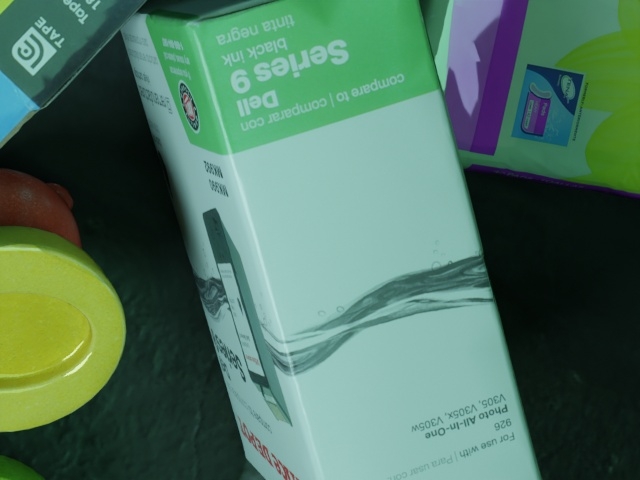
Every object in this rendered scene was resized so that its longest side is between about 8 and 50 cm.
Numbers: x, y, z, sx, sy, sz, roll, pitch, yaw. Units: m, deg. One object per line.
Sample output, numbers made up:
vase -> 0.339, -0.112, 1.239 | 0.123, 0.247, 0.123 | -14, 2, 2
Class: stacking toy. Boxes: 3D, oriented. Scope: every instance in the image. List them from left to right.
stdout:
stacking toy -> -0.270, 0.089, 0.963 | 0.309, 0.130, 0.279 | -4, 126, -13

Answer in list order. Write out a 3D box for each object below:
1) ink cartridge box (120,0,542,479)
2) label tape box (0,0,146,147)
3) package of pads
ink cartridge box -> 0.000, 0.000, 0.945 | 0.122, 0.211, 0.289 | -18, 103, -13
label tape box -> -0.171, -0.223, 0.916 | 0.333, 0.106, 0.240 | -46, 107, -4
package of pads -> 0.168, -0.177, 1.026 | 0.229, 0.101, 0.296 | 9, 96, -17
